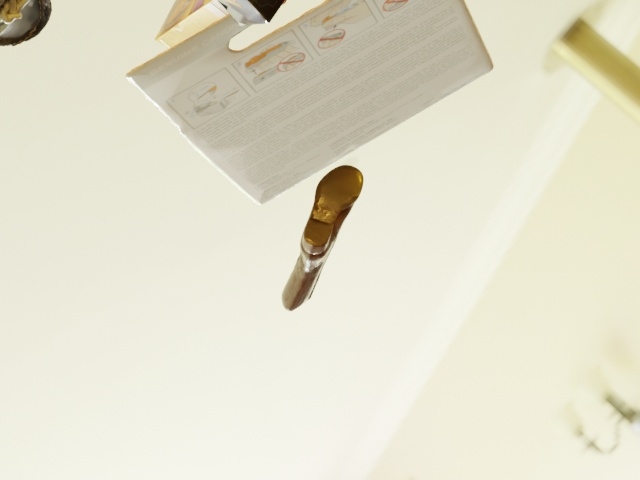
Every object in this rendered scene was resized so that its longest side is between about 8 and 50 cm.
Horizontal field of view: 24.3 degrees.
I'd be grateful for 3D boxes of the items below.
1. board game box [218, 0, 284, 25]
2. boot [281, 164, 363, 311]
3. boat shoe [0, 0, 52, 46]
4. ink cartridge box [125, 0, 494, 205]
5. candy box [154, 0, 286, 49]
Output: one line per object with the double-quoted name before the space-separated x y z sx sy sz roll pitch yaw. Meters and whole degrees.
"board game box" -0.081 -0.301 1.090 0.243 0.042 0.165 45 -113 -33
"boot" 0.000 0.000 1.331 0.106 0.037 0.114 -58 -10 -35
"boat shoe" -0.225 -0.171 0.940 0.095 0.079 0.254 -49 -16 -5
"ink cartridge box" -0.007 -0.195 1.486 0.308 0.091 0.385 -29 -23 7
"candy box" -0.084 -0.258 1.488 0.187 0.053 0.109 -22 40 52
